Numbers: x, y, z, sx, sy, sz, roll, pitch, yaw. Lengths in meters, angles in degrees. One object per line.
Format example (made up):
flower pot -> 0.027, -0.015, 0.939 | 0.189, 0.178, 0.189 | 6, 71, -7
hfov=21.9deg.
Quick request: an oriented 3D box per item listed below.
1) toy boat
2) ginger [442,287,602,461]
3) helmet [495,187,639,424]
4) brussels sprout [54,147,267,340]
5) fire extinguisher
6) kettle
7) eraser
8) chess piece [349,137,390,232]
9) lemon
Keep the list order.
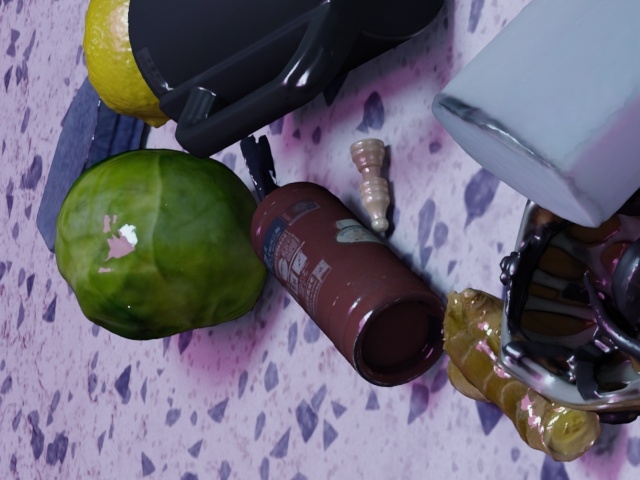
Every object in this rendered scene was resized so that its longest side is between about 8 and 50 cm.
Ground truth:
toy boat -> -0.290, -0.108, 2.138 | 0.127, 0.078, 0.283 | 52, 127, 54
ginger -> 0.159, 0.099, 1.351 | 0.205, 0.081, 0.115 | 26, 116, 57
helmet -> 0.239, 0.040, 1.195 | 0.224, 0.130, 0.198 | 1, 78, 47
brussels sprout -> -0.180, 0.012, 1.807 | 0.271, 0.219, 0.210 | 122, 137, -66
fire extinguisher -> 0.000, 0.000, 1.598 | 0.344, 0.102, 0.138 | 47, 155, 52
kettle -> -0.052, -0.229, 1.626 | 0.308, 0.262, 0.203 | -17, 103, 53
eraser -> 0.229, -0.153, 1.163 | 0.290, 0.104, 0.189 | -45, 28, -2
chess piece -> 0.052, -0.051, 1.615 | 0.035, 0.035, 0.092 | -34, 58, 50
lemon -> -0.189, -0.236, 1.918 | 0.180, 0.180, 0.193 | 37, 145, 55
